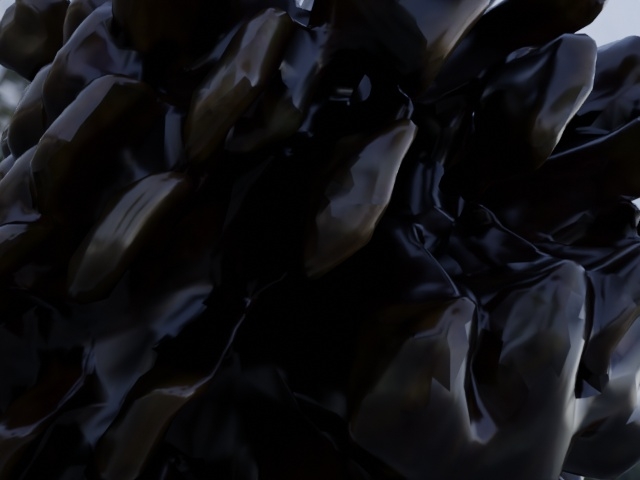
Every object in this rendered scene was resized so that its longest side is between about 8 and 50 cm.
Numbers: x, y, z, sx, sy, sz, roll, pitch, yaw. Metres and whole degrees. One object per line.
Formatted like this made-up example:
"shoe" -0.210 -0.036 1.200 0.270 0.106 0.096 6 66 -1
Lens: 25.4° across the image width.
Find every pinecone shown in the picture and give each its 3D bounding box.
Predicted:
"pinecone" 0.000 0.000 0.669 0.398 0.397 0.398 26 -8 4
